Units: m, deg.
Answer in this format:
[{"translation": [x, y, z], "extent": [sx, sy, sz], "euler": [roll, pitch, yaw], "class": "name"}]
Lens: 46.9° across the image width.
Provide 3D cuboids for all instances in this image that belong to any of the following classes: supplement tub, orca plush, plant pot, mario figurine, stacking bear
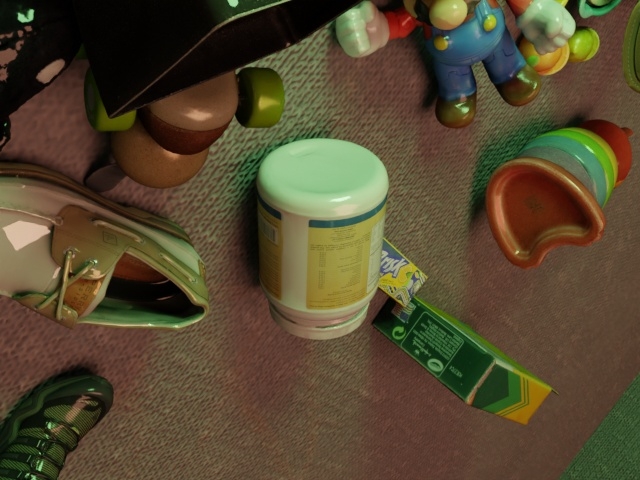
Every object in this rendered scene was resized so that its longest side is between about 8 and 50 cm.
[{"translation": [0.000, 0.000, 0.846], "extent": [0.144, 0.144, 0.199], "euler": [-24, 134, -31], "class": "supplement tub"}, {"translation": [-0.292, -0.115, 0.470], "extent": [0.287, 0.102, 0.151], "euler": [-7, 101, -21], "class": "orca plush"}, {"translation": [-0.071, -0.210, 0.488], "extent": [0.187, 0.188, 0.167], "euler": [-31, 99, -34], "class": "plant pot"}, {"translation": [0.148, -0.227, 0.808], "extent": [0.198, 0.170, 0.320], "euler": [-49, 143, -2], "class": "mario figurine"}, {"translation": [0.398, -0.103, 1.165], "extent": [0.289, 0.164, 0.175], "euler": [-33, -179, -40], "class": "stacking bear"}]

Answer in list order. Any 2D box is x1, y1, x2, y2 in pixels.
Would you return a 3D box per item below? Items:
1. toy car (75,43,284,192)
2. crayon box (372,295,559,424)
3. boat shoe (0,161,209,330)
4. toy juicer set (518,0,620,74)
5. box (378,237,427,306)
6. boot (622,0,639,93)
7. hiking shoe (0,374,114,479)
[{"translation": [-0.145, -0.108, 0.662], "extent": [0.155, 0.149, 0.188], "euler": [-6, 149, -30], "class": "toy car"}, {"translation": [0.245, 0.196, 1.196], "extent": [0.081, 0.202, 0.318], "euler": [-56, 141, 4], "class": "crayon box"}, {"translation": [-0.220, 0.016, 0.659], "extent": [0.302, 0.103, 0.113], "euler": [12, 122, -47], "class": "boat shoe"}, {"translation": [0.400, -0.351, 1.027], "extent": [0.329, 0.089, 0.209], "euler": [-38, 139, -18], "class": "toy juicer set"}, {"translation": [0.084, 0.032, 1.027], "extent": [0.059, 0.054, 0.169], "euler": [-53, 141, -1], "class": "box"}, {"translation": [0.490, -0.344, 1.045], "extent": [0.220, 0.109, 0.283], "euler": [-26, 123, -71], "class": "boot"}, {"translation": [-0.293, 0.240, 0.757], "extent": [0.227, 0.114, 0.086], "euler": [-42, 141, -13], "class": "hiking shoe"}]
